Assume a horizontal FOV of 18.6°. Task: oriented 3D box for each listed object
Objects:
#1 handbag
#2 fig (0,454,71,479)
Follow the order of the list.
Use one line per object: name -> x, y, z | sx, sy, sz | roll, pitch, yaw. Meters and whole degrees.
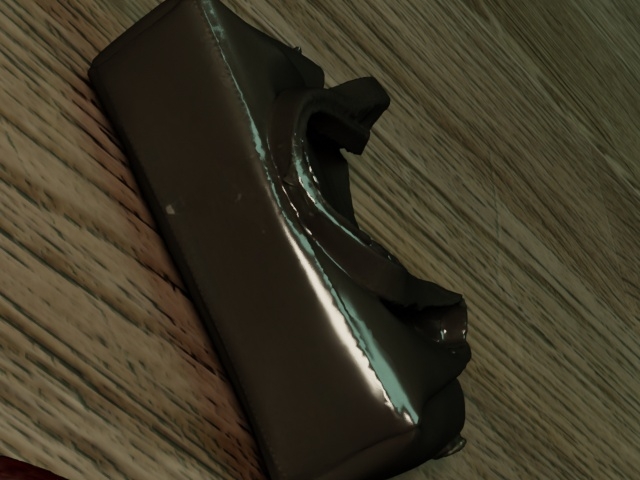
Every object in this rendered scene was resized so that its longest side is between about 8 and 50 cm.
handbag -> 0.001, 0.000, 1.135 | 0.285, 0.113, 0.257 | 65, 16, 10
fig -> -0.136, 0.148, 0.562 | 0.249, 0.204, 0.186 | 22, 62, -53
